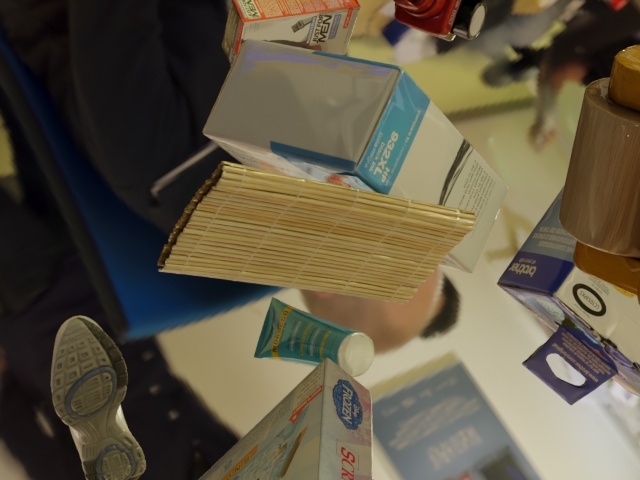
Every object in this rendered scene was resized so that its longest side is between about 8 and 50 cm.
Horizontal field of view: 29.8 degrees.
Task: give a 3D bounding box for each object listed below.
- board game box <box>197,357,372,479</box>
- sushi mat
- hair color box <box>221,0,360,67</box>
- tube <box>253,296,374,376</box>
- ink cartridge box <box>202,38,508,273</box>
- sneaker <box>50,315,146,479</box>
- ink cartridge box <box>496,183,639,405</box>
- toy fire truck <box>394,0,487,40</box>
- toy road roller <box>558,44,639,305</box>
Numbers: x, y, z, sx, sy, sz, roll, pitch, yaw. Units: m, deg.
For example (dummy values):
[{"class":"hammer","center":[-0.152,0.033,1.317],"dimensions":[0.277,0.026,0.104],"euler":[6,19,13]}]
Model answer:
[{"class":"board game box","center":[-0.081,0.300,1.065],"dimensions":[0.318,0.066,0.318],"euler":[-45,-164,21]},{"class":"sushi mat","center":[0.000,0.000,1.251],"dimensions":[0.317,0.019,0.151],"euler":[9,134,-32]},{"class":"hair color box","center":[-0.040,-0.283,1.589],"dimensions":[0.167,0.053,0.093],"euler":[-12,149,-22]},{"class":"tube","center":[-0.015,0.120,1.452],"dimensions":[0.207,0.052,0.080],"euler":[9,-105,56]},{"class":"ink cartridge box","center":[0.049,-0.092,1.393],"dimensions":[0.307,0.223,0.129],"euler":[37,73,-52]},{"class":"sneaker","center":[-0.335,0.226,1.726],"dimensions":[0.111,0.129,0.297],"euler":[-17,126,-20]},{"class":"ink cartridge box","center":[0.419,0.030,1.534],"dimensions":[0.395,0.270,0.151],"euler":[-54,-161,-9]},{"class":"toy fire truck","center":[0.131,-0.391,1.565],"dimensions":[0.246,0.159,0.217],"euler":[-2,114,-64]},{"class":"toy road roller","center":[0.316,-0.006,0.964],"dimensions":[0.241,0.330,0.202],"euler":[-25,131,-42]}]
